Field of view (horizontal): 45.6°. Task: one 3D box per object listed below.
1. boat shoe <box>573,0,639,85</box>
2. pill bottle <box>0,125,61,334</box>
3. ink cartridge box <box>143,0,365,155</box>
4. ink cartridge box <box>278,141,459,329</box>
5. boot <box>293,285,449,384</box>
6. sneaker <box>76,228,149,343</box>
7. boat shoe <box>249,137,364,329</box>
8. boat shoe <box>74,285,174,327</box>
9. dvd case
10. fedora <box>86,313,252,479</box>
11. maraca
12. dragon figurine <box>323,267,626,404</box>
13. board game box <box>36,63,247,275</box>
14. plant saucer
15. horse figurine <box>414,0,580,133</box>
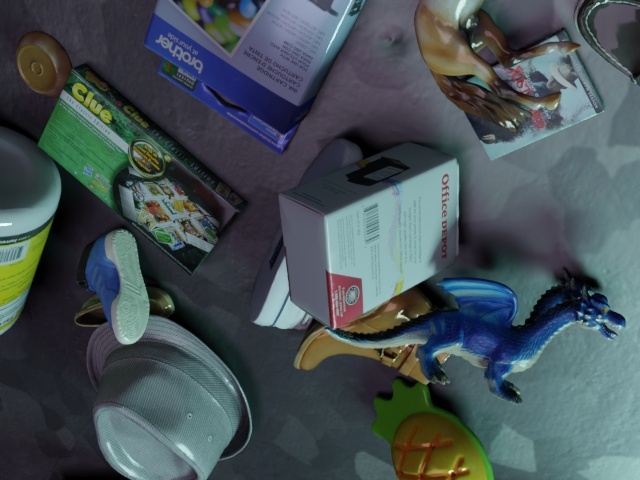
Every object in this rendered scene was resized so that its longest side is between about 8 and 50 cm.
[{"bbox_3d":[0.317,-0.145,0.633,0.228,0.068,0.081,29,126,6],"label":"boat shoe"},{"bbox_3d":[-0.478,0.020,1.019,0.188,0.188,0.334,35,126,2],"label":"pill bottle"},{"bbox_3d":[-0.061,-0.242,0.757,0.186,0.065,0.311,34,128,4],"label":"ink cartridge box"},{"bbox_3d":[0.053,-0.010,0.764,0.072,0.175,0.127,27,131,45],"label":"ink cartridge box"},{"bbox_3d":[0.064,0.126,0.908,0.152,0.073,0.197,34,129,-2],"label":"boot"},{"bbox_3d":[-0.280,0.067,1.011,0.084,0.058,0.152,-18,79,34],"label":"sneaker"},{"bbox_3d":[0.000,0.000,0.863,0.084,0.095,0.258,16,128,-20],"label":"boat shoe"},{"bbox_3d":[-0.272,0.098,1.056,0.153,0.048,0.056,-2,117,26],"label":"boat shoe"},{"bbox_3d":[0.196,-0.137,0.728,0.119,0.013,0.087,-23,107,32],"label":"dvd case"},{"bbox_3d":[-0.227,0.246,1.051,0.244,0.124,0.275,-12,122,25],"label":"fedora"},{"bbox_3d":[0.135,0.258,0.939,0.127,0.099,0.185,-48,67,26],"label":"maraca"},{"bbox_3d":[0.160,0.080,0.802,0.289,0.085,0.144,14,93,13],"label":"dragon figurine"},{"bbox_3d":[-0.225,-0.083,0.943,0.260,0.030,0.136,41,129,-2],"label":"board game box"},{"bbox_3d":[-0.342,-0.212,0.928,0.083,0.015,0.083,11,122,19],"label":"plant saucer"},{"bbox_3d":[0.143,-0.215,0.658,0.174,0.066,0.263,20,127,26],"label":"horse figurine"}]
